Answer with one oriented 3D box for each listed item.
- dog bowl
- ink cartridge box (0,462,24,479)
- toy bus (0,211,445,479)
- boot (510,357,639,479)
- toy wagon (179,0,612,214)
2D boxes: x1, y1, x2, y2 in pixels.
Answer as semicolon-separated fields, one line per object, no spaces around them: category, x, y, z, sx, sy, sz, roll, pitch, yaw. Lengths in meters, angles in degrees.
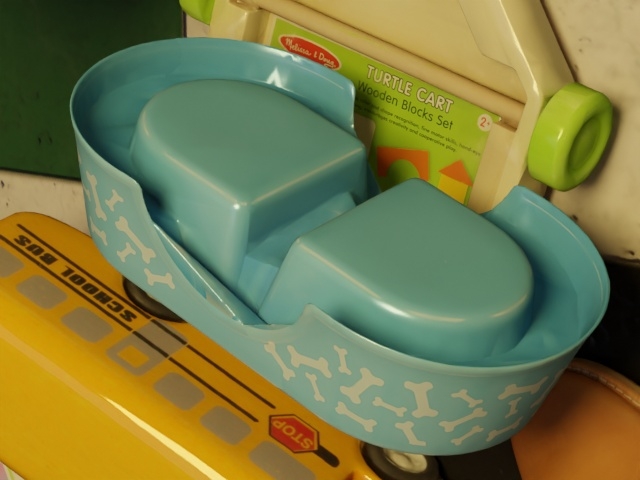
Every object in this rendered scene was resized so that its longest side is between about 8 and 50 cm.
dog bowl;0.000;0.000;0.889;0.297;0.166;0.074;34;130;26
ink cartridge box;-0.212;0.194;1.215;0.189;0.097;0.255;50;124;17
toy bus;-0.081;0.117;1.046;0.332;0.130;0.108;34;120;13
boot;0.097;0.181;0.866;0.109;0.220;0.283;-59;42;47
toy wagon;0.034;-0.086;0.983;0.267;0.068;0.344;28;115;29
